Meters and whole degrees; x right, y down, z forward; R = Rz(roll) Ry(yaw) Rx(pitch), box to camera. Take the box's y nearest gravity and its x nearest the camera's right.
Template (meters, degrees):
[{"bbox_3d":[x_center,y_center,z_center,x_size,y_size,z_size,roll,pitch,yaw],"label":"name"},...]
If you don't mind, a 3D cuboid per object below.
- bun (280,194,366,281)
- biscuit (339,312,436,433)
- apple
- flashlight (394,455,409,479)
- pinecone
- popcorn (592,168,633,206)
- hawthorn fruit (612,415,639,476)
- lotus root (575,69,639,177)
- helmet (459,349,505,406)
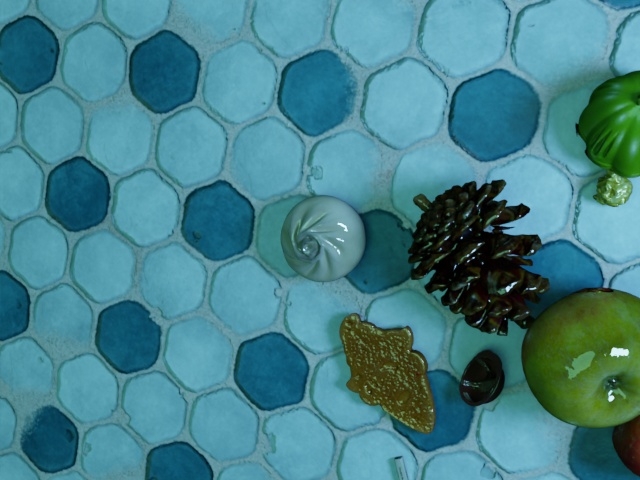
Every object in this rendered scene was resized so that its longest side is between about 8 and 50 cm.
[{"bbox_3d":[0.000,0.000,1.761,0.172,0.120,0.173,4,101,19],"label":"bun"},{"bbox_3d":[0.138,0.260,1.787,0.183,0.043,0.280,-41,87,24],"label":"biscuit"},{"bbox_3d":[0.473,0.202,1.541,0.260,0.194,0.261,-4,119,-6],"label":"apple"},{"bbox_3d":[0.166,0.476,1.817,0.018,0.018,0.083,-13,93,20],"label":"flashlight"},{"bbox_3d":[0.282,0.029,1.599,0.244,0.244,0.309,-35,103,21],"label":"pinecone"},{"bbox_3d":[0.512,-0.097,1.585,0.068,0.059,0.083,-15,101,-18],"label":"popcorn"},{"bbox_3d":[0.582,0.355,1.543,0.162,0.203,0.163,2,95,21],"label":"hawthorn fruit"},{"bbox_3d":[0.519,-0.208,1.484,0.186,0.186,0.186,3,99,20],"label":"lotus root"},{"bbox_3d":[0.319,0.266,1.708,0.111,0.057,0.089,-59,34,13],"label":"helmet"}]
